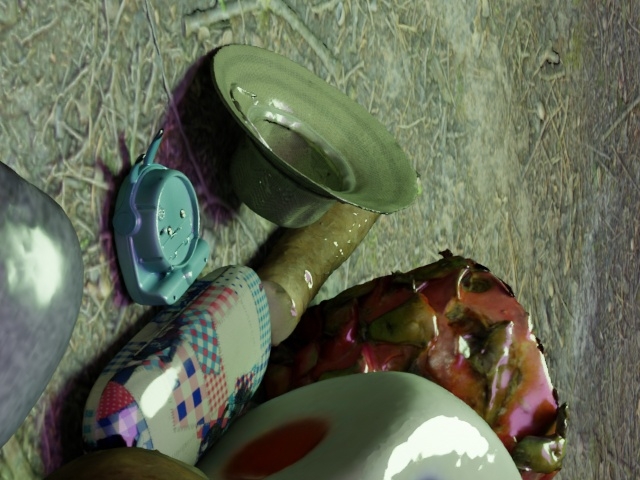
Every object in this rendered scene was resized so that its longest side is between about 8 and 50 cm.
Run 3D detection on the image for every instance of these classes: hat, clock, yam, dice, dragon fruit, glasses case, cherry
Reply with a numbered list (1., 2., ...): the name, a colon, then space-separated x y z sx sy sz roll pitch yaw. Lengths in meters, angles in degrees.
1. hat: -0.031 -0.075 1.926 0.110 0.252 0.252 -51 170 24
2. clock: -0.147 -0.023 1.749 0.108 0.045 0.147 -55 140 -55
3. yam: 0.000 0.000 2.060 0.357 0.081 0.081 -53 138 -57
4. dice: 0.015 0.316 1.757 0.304 0.277 0.304 -40 114 -49
5. dragon fruit: 0.072 0.184 2.035 0.314 0.262 0.296 127 -57 -68
6. glasses case: -0.124 0.127 1.766 0.327 0.076 0.125 -47 135 -58
7. cherry: -0.277 0.036 1.230 0.255 0.218 0.296 48 58 -57

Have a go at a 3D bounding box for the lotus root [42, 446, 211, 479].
1. lotus root: -0.159 0.294 1.506 0.192 0.272 0.272 28 64 -53
